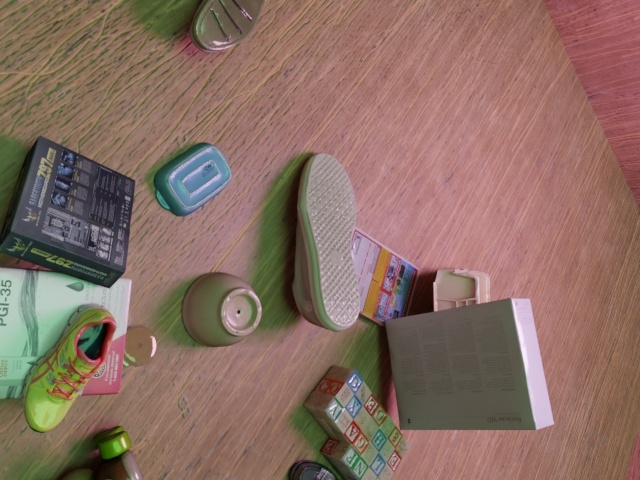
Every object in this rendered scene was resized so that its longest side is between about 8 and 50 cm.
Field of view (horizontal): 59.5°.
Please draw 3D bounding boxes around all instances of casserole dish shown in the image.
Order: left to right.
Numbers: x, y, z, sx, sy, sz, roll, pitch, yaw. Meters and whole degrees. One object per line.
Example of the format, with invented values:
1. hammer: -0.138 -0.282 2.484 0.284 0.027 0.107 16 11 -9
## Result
1. casserole dish: -0.258 -0.131 1.173 0.188 0.037 0.114 -44 115 -34

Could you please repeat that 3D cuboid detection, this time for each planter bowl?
1. planter bowl: -0.190 0.146 1.167 0.162 0.109 0.162 2 87 -40

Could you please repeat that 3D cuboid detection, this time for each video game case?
1. video game case: 0.149 0.112 1.505 0.285 0.025 0.204 31 68 -34

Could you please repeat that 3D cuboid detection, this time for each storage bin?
1. storage bin: 0.405 0.209 1.582 0.262 0.123 0.260 5 84 -67

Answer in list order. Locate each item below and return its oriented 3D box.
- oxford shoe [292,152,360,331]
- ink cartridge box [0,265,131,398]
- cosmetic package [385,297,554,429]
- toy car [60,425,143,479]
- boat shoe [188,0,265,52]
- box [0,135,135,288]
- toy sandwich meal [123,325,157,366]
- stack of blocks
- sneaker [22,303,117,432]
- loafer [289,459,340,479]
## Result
1. oxford shoe: 0.000 0.000 1.332 0.169 0.130 0.449 10 66 -33
2. ink cartridge box: -0.478 0.150 0.921 0.283 0.117 0.207 9 82 -40
3. cosmetic package: 0.343 0.310 1.363 0.097 0.377 0.284 8 71 -42
4. toy car: -0.404 0.438 0.965 0.188 0.149 0.155 -21 89 -26
5. boat shoe: -0.193 -0.509 1.202 0.302 0.103 0.113 -59 135 -27
6. box: -0.417 -0.050 0.947 0.183 0.059 0.232 27 35 -36
7. toy sandwich meal: -0.356 0.206 1.080 0.086 0.029 0.085 15 67 -40
8. stack of blocks: 0.084 0.477 1.391 0.171 0.087 0.297 -48 116 -31
9. sneaker: -0.382 0.194 0.862 0.081 0.094 0.208 35 68 -36
10. loafer: 0.037 0.618 1.346 0.267 0.084 0.096 49 59 -27
